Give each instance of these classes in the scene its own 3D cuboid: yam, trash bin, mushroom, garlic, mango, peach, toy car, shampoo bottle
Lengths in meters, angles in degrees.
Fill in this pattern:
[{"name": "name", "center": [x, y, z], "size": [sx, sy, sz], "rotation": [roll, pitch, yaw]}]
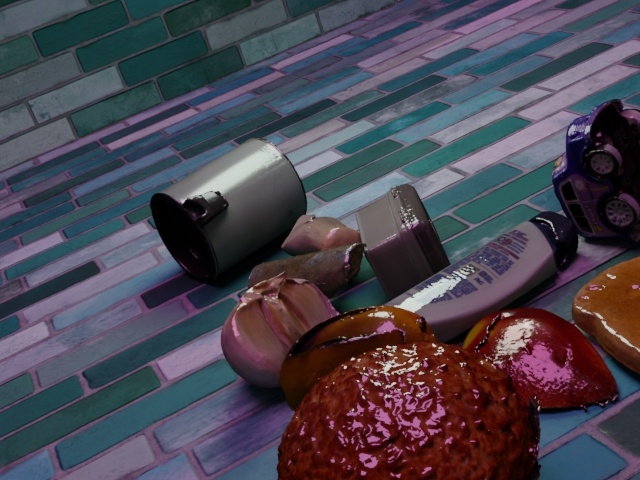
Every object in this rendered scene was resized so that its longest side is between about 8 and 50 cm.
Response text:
[{"name": "yam", "center": [-0.016, 0.068, 1.646], "size": [0.259, 0.106, 0.106], "rotation": [-11, 24, 41]}, {"name": "trash bin", "center": [-0.194, -0.066, 1.947], "size": [0.262, 0.217, 0.277], "rotation": [-35, -6, -28]}, {"name": "mushroom", "center": [0.007, 0.000, 1.794], "size": [0.108, 0.096, 0.247], "rotation": [0, 7, -25]}, {"name": "garlic", "center": [-0.081, 0.167, 1.517], "size": [0.142, 0.178, 0.229], "rotation": [-39, -9, 36]}, {"name": "mango", "center": [0.058, 0.189, 1.363], "size": [0.248, 0.151, 0.156], "rotation": [-23, 66, 10]}, {"name": "peach", "center": [0.306, 0.166, 1.324], "size": [0.189, 0.068, 0.279], "rotation": [-37, 31, -29]}, {"name": "toy car", "center": [0.490, -0.117, 1.582], "size": [0.158, 0.235, 0.172], "rotation": [-10, 24, 45]}, {"name": "shampoo bottle", "center": [0.284, 0.066, 1.524], "size": [0.359, 0.078, 0.134], "rotation": [-29, 31, -20]}]

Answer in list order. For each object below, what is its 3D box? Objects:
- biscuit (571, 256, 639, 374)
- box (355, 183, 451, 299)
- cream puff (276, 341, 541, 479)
[{"name": "biscuit", "center": [0.542, 0.104, 1.295], "size": [0.287, 0.057, 0.343], "rotation": [-26, 26, -15]}, {"name": "box", "center": [0.148, 0.000, 1.670], "size": [0.129, 0.148, 0.210], "rotation": [-26, 25, 9]}, {"name": "cream puff", "center": [0.083, 0.245, 1.089], "size": [0.350, 0.229, 0.350], "rotation": [-35, 13, 9]}]
